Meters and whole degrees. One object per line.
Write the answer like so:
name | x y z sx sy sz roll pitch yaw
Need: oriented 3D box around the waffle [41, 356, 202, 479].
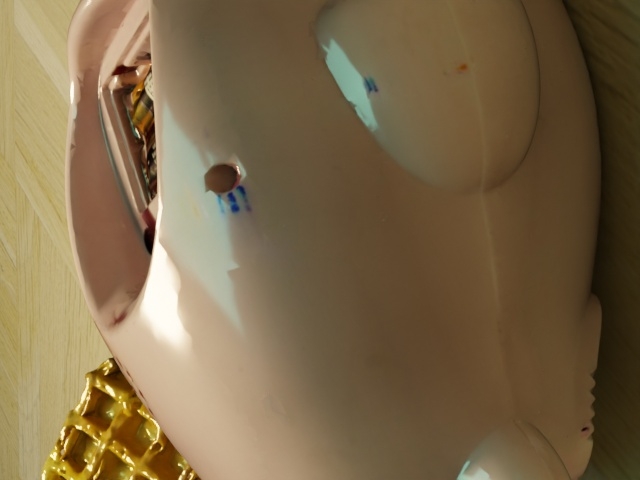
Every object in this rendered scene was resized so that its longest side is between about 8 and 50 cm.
waffle | -0.089 0.118 1.239 0.309 0.065 0.283 -19 75 24

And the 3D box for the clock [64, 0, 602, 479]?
clock | 0.000 0.000 0.920 0.368 0.250 0.376 -40 64 63
